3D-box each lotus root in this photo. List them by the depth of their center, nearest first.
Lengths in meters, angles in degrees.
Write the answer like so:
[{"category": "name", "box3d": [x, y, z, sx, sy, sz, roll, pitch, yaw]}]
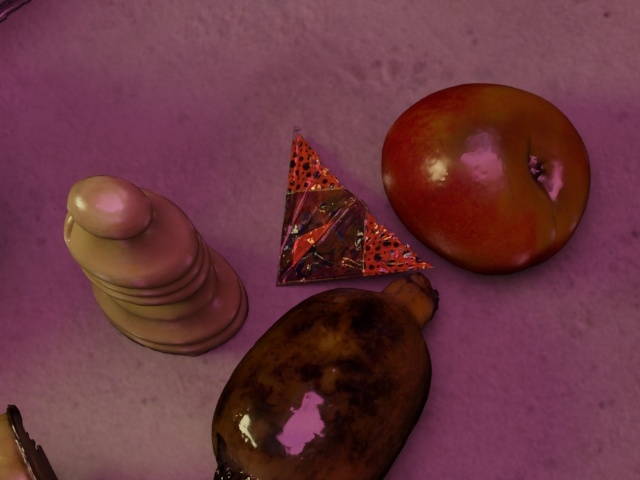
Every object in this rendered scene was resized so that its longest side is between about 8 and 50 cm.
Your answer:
[{"category": "lotus root", "box3d": [0.005, 0.144, 1.806, 0.169, 0.141, 0.314, 31, 70, 15]}]

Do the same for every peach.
[{"category": "peach", "box3d": [0.155, -0.059, 1.872, 0.190, 0.192, 0.190, -1, 92, -30]}]

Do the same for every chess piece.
[{"category": "chess piece", "box3d": [-0.156, 0.013, 1.771, 0.124, 0.307, 0.139, -40, 74, -7]}]

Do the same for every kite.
[{"category": "kite", "box3d": [-0.001, 0.000, 1.908, 0.125, 0.008, 0.222, -48, 60, 6]}]

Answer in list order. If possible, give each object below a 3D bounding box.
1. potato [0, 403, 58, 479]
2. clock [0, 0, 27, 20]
[{"category": "potato", "box3d": [-0.321, 0.299, 1.705, 0.237, 0.301, 0.288, -26, 66, -7]}, {"category": "clock", "box3d": [-0.364, -0.273, 1.932, 0.145, 0.193, 0.073, -35, 72, -7]}]
